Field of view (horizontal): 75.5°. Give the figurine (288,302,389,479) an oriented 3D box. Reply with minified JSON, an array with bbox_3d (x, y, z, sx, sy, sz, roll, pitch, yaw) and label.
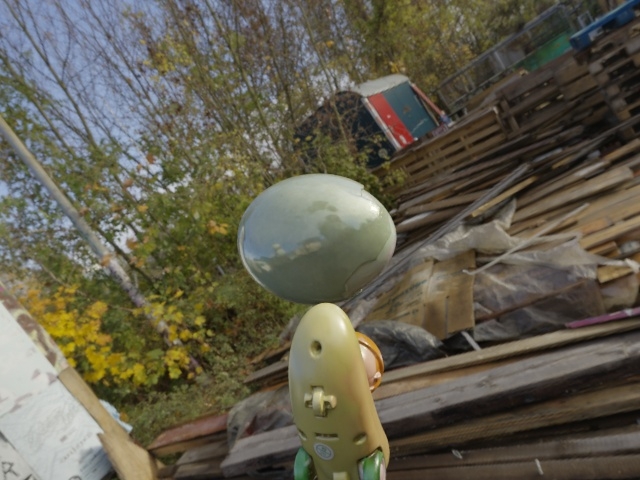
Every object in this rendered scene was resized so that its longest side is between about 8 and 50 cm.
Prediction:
[{"bbox_3d":[0.038,0.235,0.635,0.124,0.324,0.222,-4,21,20],"label":"figurine"}]

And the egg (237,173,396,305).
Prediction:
[{"bbox_3d":[0.000,0.000,0.869,0.336,0.278,0.278,4,31,36],"label":"egg"}]
